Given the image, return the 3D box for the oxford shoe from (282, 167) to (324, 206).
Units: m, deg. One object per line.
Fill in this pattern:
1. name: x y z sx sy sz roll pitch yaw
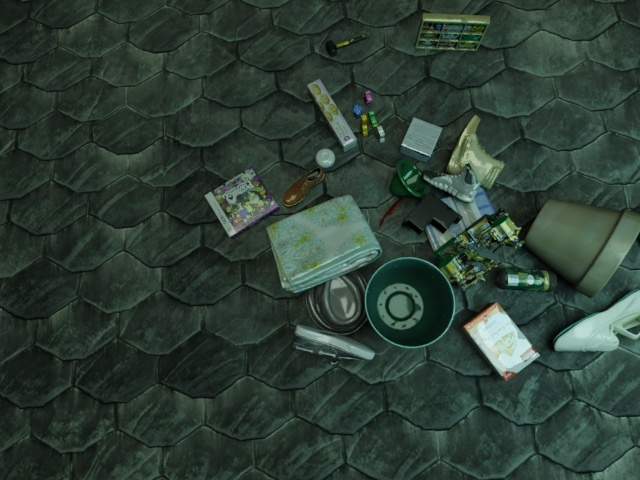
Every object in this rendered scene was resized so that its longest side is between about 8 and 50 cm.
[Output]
1. oxford shoe: -0.074 -0.221 1.655 0.212 0.076 0.076 -44 80 -5

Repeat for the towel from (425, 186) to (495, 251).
1. towel: 0.541 -0.078 1.608 0.284 0.034 0.209 -19 75 -3

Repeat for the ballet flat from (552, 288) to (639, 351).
1. ballet flat: 1.012 0.302 1.431 0.400 0.139 0.139 -27 77 -6

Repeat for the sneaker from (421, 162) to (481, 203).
1. sneaker: 0.511 -0.249 1.585 0.228 0.086 0.132 32 115 18

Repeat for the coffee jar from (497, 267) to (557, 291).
1. coffee jar: 0.756 0.145 1.513 0.184 0.096 0.079 4 80 3

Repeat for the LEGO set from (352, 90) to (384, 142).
1. LEGO set: 0.191 -0.511 1.694 0.086 0.093 0.227 -18 77 -1

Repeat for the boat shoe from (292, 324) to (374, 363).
1. boat shoe: 0.041 0.395 1.492 0.301 0.108 0.102 15 91 7

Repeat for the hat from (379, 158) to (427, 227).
1. hat: 0.300 -0.200 1.652 0.173 0.183 0.208 54 41 1

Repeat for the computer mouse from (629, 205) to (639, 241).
1. computer mouse: 1.274 -0.029 1.544 0.184 0.060 0.262 -32 66 0

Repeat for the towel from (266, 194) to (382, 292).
1. towel: 0.000 0.000 1.530 0.374 0.090 0.321 -22 51 -2

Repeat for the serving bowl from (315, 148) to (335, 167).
1. serving bowl: 0.019 -0.343 1.700 0.083 0.027 0.084 -1 76 4

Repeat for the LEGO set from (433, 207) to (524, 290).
1. LEGO set: 0.568 0.063 1.448 0.331 0.255 0.192 -40 96 1

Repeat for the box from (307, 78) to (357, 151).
1. box: 0.047 -0.523 1.721 0.067 0.063 0.324 -28 77 -2

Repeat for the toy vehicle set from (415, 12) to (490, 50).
1. toy vehicle set: 0.542 -0.863 1.716 0.266 0.166 0.035 5 77 5

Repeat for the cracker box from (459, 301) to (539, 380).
1. cracker box: 0.640 0.361 1.485 0.155 0.067 0.232 -36 78 -4

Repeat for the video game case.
1. video game case: -0.317 -0.155 1.669 0.232 0.042 0.210 -32 79 -4

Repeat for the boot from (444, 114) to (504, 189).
1. boot: 0.632 -0.348 1.631 0.203 0.095 0.262 25 82 9

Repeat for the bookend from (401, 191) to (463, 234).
1. bookend: 0.419 -0.072 1.556 0.157 0.072 0.156 41 80 12

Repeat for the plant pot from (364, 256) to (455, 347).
1. plant pot: 0.294 0.225 1.450 0.292 0.235 0.293 -1 77 3

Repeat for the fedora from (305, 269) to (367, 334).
1. fedora: 0.069 0.206 1.517 0.243 0.124 0.276 -9 76 -5

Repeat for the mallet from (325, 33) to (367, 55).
1. mallet: 0.118 -0.860 1.810 0.189 0.039 0.063 -15 76 -4

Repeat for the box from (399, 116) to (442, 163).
1. box: 0.404 -0.404 1.669 0.126 0.072 0.137 24 79 8

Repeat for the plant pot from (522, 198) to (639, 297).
1. plant pot: 0.894 -0.003 1.453 0.280 0.323 0.323 30 80 25
